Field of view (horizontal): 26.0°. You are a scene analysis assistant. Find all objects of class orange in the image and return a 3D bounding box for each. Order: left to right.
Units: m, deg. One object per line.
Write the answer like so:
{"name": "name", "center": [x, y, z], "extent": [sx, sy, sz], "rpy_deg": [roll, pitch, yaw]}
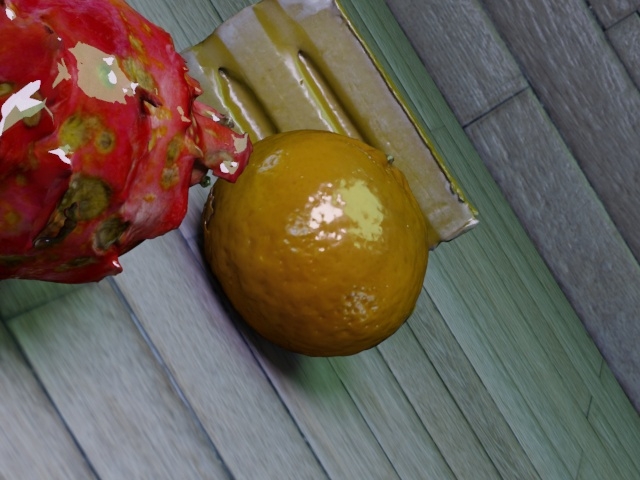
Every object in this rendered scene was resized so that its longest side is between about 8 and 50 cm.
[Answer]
{"name": "orange", "center": [-0.001, 0.002, 1.262], "extent": [0.219, 0.193, 0.219], "rpy_deg": [34, 22, -16]}

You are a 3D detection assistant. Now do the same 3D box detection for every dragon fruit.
{"name": "dragon fruit", "center": [-0.167, -0.069, 0.842], "extent": [0.268, 0.210, 0.205], "rpy_deg": [4, 60, -40]}

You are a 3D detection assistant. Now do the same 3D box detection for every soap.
{"name": "soap", "center": [0.002, -0.101, 1.436], "extent": [0.315, 0.199, 0.091], "rpy_deg": [56, 10, -2]}
